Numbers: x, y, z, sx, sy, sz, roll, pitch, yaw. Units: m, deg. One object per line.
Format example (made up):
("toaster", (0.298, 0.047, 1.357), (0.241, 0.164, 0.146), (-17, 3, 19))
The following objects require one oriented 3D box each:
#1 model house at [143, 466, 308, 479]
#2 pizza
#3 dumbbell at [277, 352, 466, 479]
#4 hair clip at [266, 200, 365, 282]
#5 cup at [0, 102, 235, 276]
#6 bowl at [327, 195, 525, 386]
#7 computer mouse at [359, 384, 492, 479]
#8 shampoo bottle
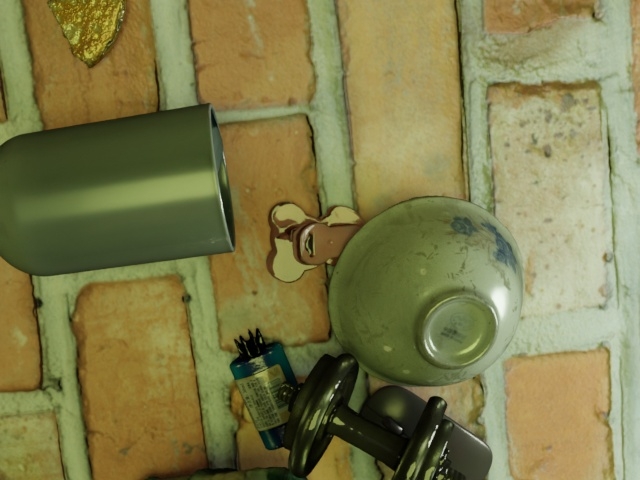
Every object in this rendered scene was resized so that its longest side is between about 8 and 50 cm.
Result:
("model house", (-0.169, 0.493, 1.151), (0.284, 0.243, 0.299), (-11, 72, 22))
("pizza", (-0.335, -0.318, 1.110), (0.108, 0.026, 0.123), (29, 97, -5))
("dumbbell", (0.067, 0.277, 1.099), (0.289, 0.192, 0.192), (24, 96, 14))
("hair clip", (-0.006, -0.001, 1.179), (0.138, 0.102, 0.123), (-11, 102, -36))
("cup", (-0.279, -0.065, 1.059), (0.312, 0.205, 0.206), (-8, 98, -3))
("bowl", (0.176, 0.102, 1.121), (0.313, 0.146, 0.314), (-3, 107, -10))
("computer mouse", (0.165, 0.321, 1.223), (0.232, 0.057, 0.120), (36, 93, -9))
("shampoo bottle", (-0.079, 0.224, 1.192), (0.087, 0.050, 0.183), (-23, 99, -3))
